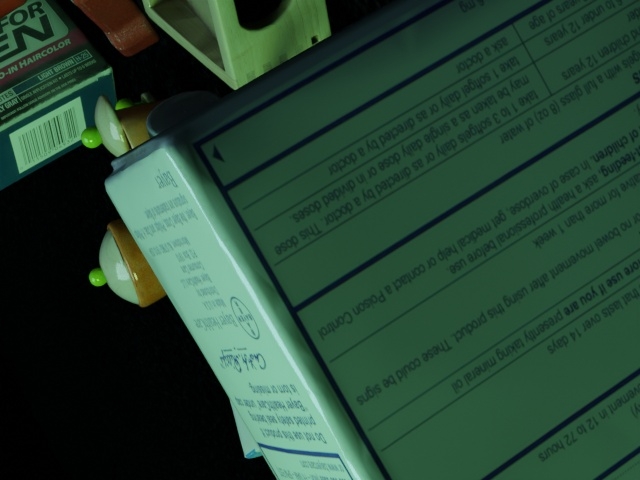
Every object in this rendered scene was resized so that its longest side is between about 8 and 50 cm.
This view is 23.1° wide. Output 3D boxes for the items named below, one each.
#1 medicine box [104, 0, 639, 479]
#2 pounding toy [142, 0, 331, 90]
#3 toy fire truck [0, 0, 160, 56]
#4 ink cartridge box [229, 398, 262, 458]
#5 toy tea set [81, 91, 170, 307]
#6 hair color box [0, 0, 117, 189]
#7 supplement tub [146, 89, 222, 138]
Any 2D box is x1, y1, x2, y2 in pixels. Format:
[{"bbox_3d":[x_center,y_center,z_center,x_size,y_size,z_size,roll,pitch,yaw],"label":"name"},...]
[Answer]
[{"bbox_3d":[0.084,0.020,0.781,0.289,0.263,0.149,61,161,-6],"label":"medicine box"},{"bbox_3d":[-0.043,-0.157,1.080,0.181,0.094,0.206,42,156,40],"label":"pounding toy"},{"bbox_3d":[-0.242,-0.301,1.286,0.302,0.169,0.254,57,179,6],"label":"toy fire truck"},{"bbox_3d":[-0.002,0.124,1.361,0.092,0.143,0.090,130,125,-70],"label":"ink cartridge box"},{"bbox_3d":[-0.177,-0.020,1.528,0.200,0.124,0.336,-124,16,-46],"label":"toy tea set"},{"bbox_3d":[-0.382,-0.229,1.685,0.347,0.174,0.105,49,158,24],"label":"hair color box"},{"bbox_3d":[-0.092,-0.033,1.375,0.106,0.106,0.198,36,151,47],"label":"supplement tub"}]
